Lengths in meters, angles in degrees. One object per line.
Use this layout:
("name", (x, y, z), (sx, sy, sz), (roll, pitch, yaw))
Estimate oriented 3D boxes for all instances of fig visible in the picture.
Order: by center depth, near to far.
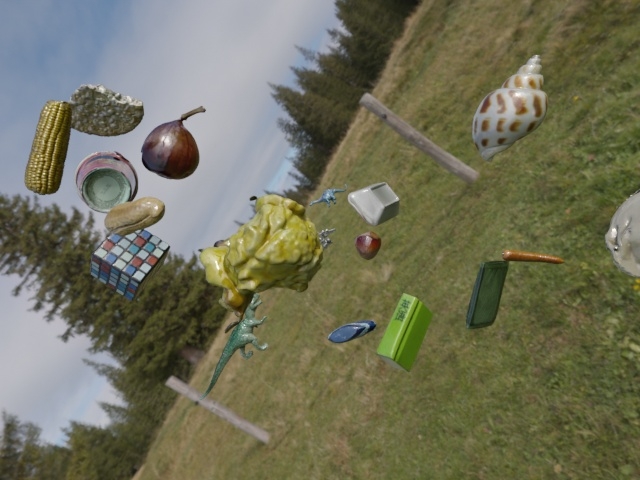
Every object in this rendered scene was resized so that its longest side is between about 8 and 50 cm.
("fig", (-0.492, -0.328, 1.497), (0.204, 0.186, 0.249), (-160, 79, -74))

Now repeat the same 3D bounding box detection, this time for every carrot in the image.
("carrot", (0.671, 0.053, 1.420), (0.037, 0.190, 0.037), (4, -90, -83))

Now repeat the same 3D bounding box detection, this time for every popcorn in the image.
("popcorn", (-0.093, 0.027, 0.694), (0.195, 0.173, 0.168), (-23, -3, 3))

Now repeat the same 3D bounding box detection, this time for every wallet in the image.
("wallet", (0.562, 0.181, 1.525), (0.055, 0.160, 0.236), (20, 105, 46))

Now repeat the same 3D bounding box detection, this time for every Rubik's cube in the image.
("Rubik's cube", (-0.656, 0.067, 1.550), (0.187, 0.182, 0.184), (-44, 14, 54))

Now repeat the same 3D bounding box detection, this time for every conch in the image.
("conch", (0.514, -0.355, 1.220), (0.275, 0.149, 0.182), (-48, 34, 11))

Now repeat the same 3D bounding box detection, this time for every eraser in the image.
("eraser", (0.345, 0.380, 1.836), (0.092, 0.210, 0.274), (17, 72, 41))

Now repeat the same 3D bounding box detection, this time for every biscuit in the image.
("biscuit", (-0.649, -0.384, 1.325), (0.188, 0.266, 0.040), (81, -175, -54))

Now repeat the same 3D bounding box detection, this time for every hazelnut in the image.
("hazelnut", (0.134, 0.015, 1.276), (0.086, 0.086, 0.086), (-57, 8, 12))

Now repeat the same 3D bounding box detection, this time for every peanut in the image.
("peanut", (-0.433, -0.060, 1.052), (0.175, 0.080, 0.080), (-13, 31, 26))

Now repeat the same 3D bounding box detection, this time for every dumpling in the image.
("dumpling", (0.698, -0.018, 0.917), (0.247, 0.172, 0.142), (-48, -7, -12))

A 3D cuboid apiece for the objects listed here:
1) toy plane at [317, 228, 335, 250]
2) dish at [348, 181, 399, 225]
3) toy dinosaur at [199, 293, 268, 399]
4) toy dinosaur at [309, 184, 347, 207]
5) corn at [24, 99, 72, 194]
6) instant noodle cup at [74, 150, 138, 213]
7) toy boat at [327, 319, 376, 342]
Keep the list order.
("toy plane", (0.000, 0.000, 1.911), (0.162, 0.065, 0.171), (-45, -25, -4))
("dish", (0.200, -0.141, 1.613), (0.234, 0.154, 0.064), (-27, -15, -48))
("toy dinosaur", (-0.248, 0.360, 1.442), (0.382, 0.129, 0.076), (-67, 14, -6))
("toy dinosaur", (0.041, -0.195, 2.013), (0.197, 0.080, 0.045), (-29, -33, -12))
("corn", (-0.647, -0.221, 1.071), (0.080, 0.080, 0.231), (-120, 43, -82))
("instant noodle cup", (-0.781, -0.199, 1.647), (0.244, 0.244, 0.255), (-59, 29, -1))
("toy boat", (0.158, 0.375, 1.904), (0.221, 0.067, 0.291), (-23, -12, 22))
